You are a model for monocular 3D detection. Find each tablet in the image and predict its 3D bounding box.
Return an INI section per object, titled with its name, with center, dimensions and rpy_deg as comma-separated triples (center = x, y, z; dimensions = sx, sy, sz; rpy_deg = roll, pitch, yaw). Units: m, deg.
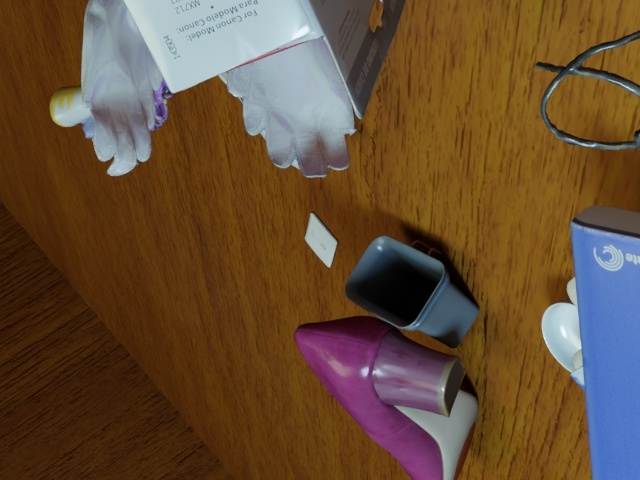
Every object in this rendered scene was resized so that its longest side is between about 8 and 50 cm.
[tablet]
center = 0.000, 0.000, 1.717
dimensions = 0.054, 0.006, 0.083
rpy_deg = 50, 160, 15

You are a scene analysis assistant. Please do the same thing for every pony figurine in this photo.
[pony figurine]
center = -0.150, -0.220, 1.315
dimensions = 0.363, 0.303, 0.350
rpy_deg = -14, 79, 51

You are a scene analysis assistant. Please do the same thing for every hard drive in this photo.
[hard drive]
center = 0.304, 0.139, 1.021
dimensions = 0.210, 0.040, 0.318
rpy_deg = 14, 124, 41

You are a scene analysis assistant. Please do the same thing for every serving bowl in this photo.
[serving bowl]
center = 0.251, 0.090, 1.235
dimensions = 0.083, 0.027, 0.083
rpy_deg = 32, 139, 34

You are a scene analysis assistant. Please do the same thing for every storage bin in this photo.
[storage bin]
center = 0.110, 0.058, 1.450
dimensions = 0.091, 0.098, 0.135
rpy_deg = 35, 175, -38

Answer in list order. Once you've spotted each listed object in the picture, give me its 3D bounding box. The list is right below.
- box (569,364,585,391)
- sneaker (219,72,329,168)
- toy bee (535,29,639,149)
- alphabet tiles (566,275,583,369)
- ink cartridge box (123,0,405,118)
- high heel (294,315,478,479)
[box]
center = 0.304, 0.159, 1.114
dimensions = 0.178, 0.042, 0.109
rpy_deg = 51, 153, 9
[sneaker]
center = -0.056, -0.180, 1.464
dimensions = 0.258, 0.094, 0.091
rpy_deg = 58, 175, 15
[toy bee]
center = 0.240, -0.188, 0.683
dimensions = 0.298, 0.162, 0.195
rpy_deg = -11, 133, 36
[alphabet tiles]
center = 0.330, 0.123, 1.104
dimensions = 0.284, 0.021, 0.278
rpy_deg = 52, 154, 9
[ink cartridge box]
center = -0.051, -0.249, 1.009
dimensions = 0.271, 0.130, 0.309
rpy_deg = 64, -157, -22
[high heel]
center = 0.084, 0.196, 1.550
dimensions = 0.181, 0.127, 0.377
rpy_deg = 16, 150, 18
